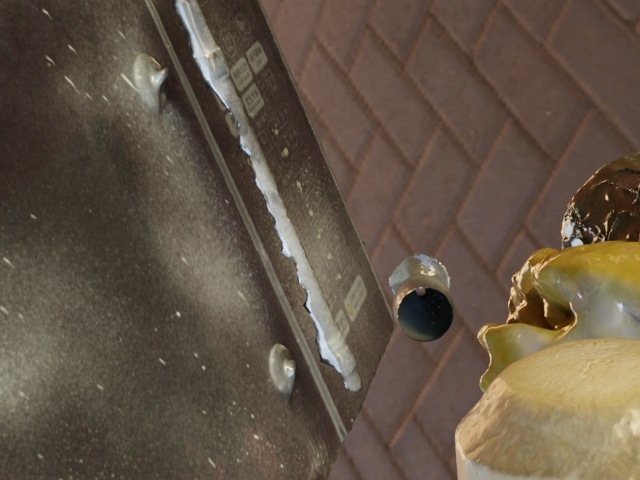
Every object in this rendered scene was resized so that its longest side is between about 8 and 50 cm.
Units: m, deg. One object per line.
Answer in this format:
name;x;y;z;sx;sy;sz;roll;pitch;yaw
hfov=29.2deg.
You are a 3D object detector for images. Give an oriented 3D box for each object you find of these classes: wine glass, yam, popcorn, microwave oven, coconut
wine glass;0.100;0.056;1.184;0.198;0.066;0.066;-70;-24;-83
yam;0.451;0.013;1.531;0.271;0.202;0.201;-108;32;-56
popcorn;0.333;0.137;1.354;0.315;0.281;0.297;-21;79;24
microwave oven;-0.207;0.074;0.431;0.374;0.432;0.236;-11;114;25
coconut;0.188;0.182;0.782;0.202;0.202;0.222;10;111;54

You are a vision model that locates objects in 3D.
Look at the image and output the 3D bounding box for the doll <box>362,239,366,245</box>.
doll;0.000;0.000;1.166;0.037;0.125;0.027;54;125;22
